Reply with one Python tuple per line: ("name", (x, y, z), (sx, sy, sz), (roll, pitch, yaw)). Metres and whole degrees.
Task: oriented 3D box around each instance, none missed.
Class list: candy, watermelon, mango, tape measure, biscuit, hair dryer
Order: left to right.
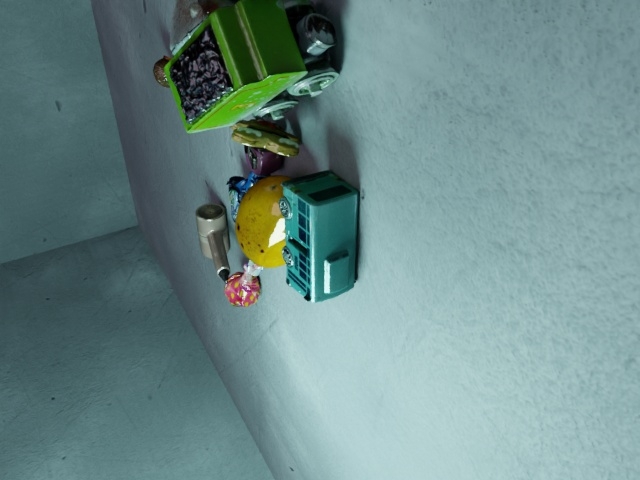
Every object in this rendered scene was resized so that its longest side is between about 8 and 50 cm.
("watermelon", (-0.253, -0.499, 1.138), (0.290, 0.213, 0.320), (61, -178, 7))
("hair dryer", (-0.347, 0.043, 1.780), (0.344, 0.106, 0.189), (-115, 21, -49))
("candy", (-0.224, 0.084, 1.652), (0.124, 0.124, 0.365), (56, 145, 28))
("tape measure", (-0.148, -0.225, 1.307), (0.125, 0.074, 0.118), (56, 152, 33))
("biscuit", (-0.118, -0.236, 1.152), (0.240, 0.158, 0.035), (-106, 33, -66))
("mango", (-0.109, -0.055, 1.258), (0.290, 0.159, 0.191), (-46, 56, 58))

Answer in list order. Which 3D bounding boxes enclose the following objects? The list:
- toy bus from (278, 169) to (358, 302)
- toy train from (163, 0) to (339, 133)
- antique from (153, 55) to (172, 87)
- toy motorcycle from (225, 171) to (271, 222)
("toy bus", (0.000, 0.000, 1.104), (0.147, 0.128, 0.256), (39, 138, 47))
("toy train", (-0.123, -0.318, 0.966), (0.307, 0.248, 0.174), (-16, 94, 51))
("antique", (-0.513, -0.564, 1.778), (0.104, 0.104, 0.104), (43, 143, 45))
("toy motorcycle", (-0.200, -0.132, 1.466), (0.254, 0.092, 0.136), (-21, 79, 56))
